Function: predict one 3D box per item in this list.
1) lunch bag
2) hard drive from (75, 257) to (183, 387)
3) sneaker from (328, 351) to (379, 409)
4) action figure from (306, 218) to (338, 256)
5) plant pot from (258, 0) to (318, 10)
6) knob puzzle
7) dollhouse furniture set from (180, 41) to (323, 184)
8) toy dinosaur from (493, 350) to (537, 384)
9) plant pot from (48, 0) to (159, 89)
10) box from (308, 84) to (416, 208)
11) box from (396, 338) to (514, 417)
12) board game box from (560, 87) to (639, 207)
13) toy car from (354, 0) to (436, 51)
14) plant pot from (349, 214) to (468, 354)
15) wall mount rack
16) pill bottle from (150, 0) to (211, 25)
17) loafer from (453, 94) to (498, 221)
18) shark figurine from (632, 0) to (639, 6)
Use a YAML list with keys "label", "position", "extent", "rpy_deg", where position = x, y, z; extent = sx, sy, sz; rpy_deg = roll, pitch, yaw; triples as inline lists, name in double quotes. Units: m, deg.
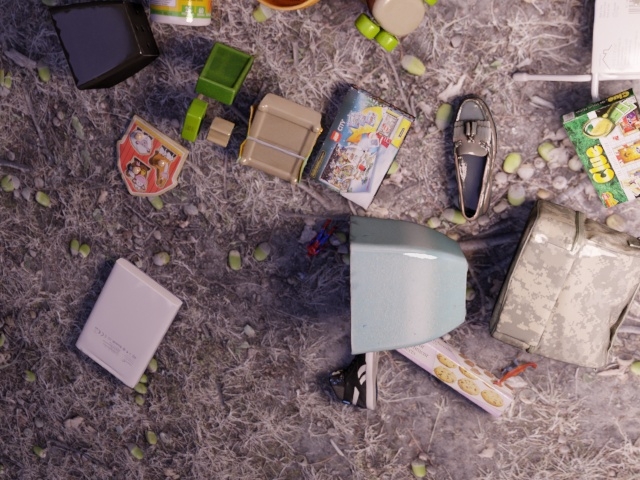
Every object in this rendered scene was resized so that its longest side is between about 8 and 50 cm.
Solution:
- label: "lunch bag"
  position: [0.513, 0.099, 1.496]
  extent: [0.256, 0.212, 0.305]
  rpy_deg: [21, 113, 13]
- label: "hard drive"
  position: [-0.532, 0.230, 2.002]
  extent: [0.210, 0.040, 0.319]
  rpy_deg: [35, 115, 6]
- label: "sneaker"
  position: [0.078, 0.316, 1.791]
  extent: [0.121, 0.079, 0.217]
  rpy_deg: [5, 110, 16]
- label: "action figure"
  position: [0.000, 0.000, 1.748]
  extent: [0.038, 0.030, 0.115]
  rpy_deg: [44, 120, 8]
- label: "plant pot"
  position: [-0.042, -0.579, 1.492]
  extent: [0.205, 0.188, 0.205]
  rpy_deg: [5, 108, 18]
- label: "knob puzzle"
  position: [-0.446, -0.193, 1.844]
  extent: [0.213, 0.030, 0.213]
  rpy_deg: [6, 109, 18]
- label: "dollhouse furniture set"
  position: [-0.147, -0.291, 1.690]
  extent: [0.301, 0.151, 0.198]
  rpy_deg: [21, 135, -6]
- label: "toy dinosaur"
  position: [0.454, 0.301, 1.663]
  extent: [0.047, 0.090, 0.082]
  rpy_deg: [43, 148, -14]
- label: "plant pot"
  position: [-0.490, -0.470, 1.697]
  extent: [0.167, 0.188, 0.187]
  rpy_deg: [-16, 101, 11]
- label: "box"
  position: [0.091, -0.210, 1.640]
  extent: [0.159, 0.044, 0.233]
  rpy_deg: [31, 114, 8]
- label: "box"
  position: [0.303, 0.294, 1.714]
  extent: [0.324, 0.063, 0.067]
  rpy_deg: [34, 113, 7]
- label: "board game box"
  position: [0.579, -0.172, 1.412]
  extent: [0.136, 0.030, 0.260]
  rpy_deg: [-19, 132, 30]
- label: "toy car"
  position: [0.123, -0.522, 1.508]
  extent: [0.155, 0.149, 0.188]
  rpy_deg: [-45, 60, 22]
- label: "plant pot"
  position: [0.189, 0.091, 1.603]
  extent: [0.252, 0.247, 0.248]
  rpy_deg: [0, 107, 2]
- label: "wall mount rack"
  position: [0.524, -0.414, 1.384]
  extent: [0.304, 0.130, 0.350]
  rpy_deg: [2, 107, 15]
- label: "pill bottle"
  position: [-0.307, -0.607, 1.605]
  extent: [0.136, 0.136, 0.246]
  rpy_deg: [11, 110, 16]
- label: "loafer"
  position: [0.328, -0.171, 1.546]
  extent: [0.096, 0.084, 0.268]
  rpy_deg: [0, 107, 20]
- label: "shark figurine"
  position: [0.643, -0.477, 1.226]
  extent: [0.278, 0.116, 0.166]
  rpy_deg: [6, 100, -6]
